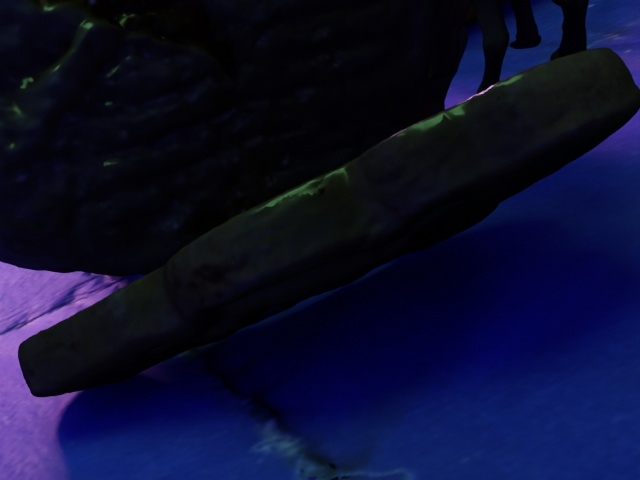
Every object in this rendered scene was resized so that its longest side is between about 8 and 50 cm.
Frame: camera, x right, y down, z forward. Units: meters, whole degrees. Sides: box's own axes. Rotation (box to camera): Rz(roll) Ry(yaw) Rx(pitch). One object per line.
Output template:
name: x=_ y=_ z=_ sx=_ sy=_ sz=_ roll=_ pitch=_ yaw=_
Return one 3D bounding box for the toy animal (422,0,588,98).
toy animal: x=0.069 y=-0.173 z=0.701 sx=0.094 sy=0.186 sz=0.214 roll=-20 pitch=20 yaw=-4

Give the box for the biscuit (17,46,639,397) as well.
biscuit: x=-0.005 y=0.003 z=0.643 sx=0.320 sy=0.047 sz=0.183 roll=-25 pitch=-6 yaw=16

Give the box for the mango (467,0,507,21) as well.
mango: x=0.069 y=-0.178 z=1.087 sx=0.188 sy=0.066 sz=0.101 roll=-17 pitch=8 yaw=-8

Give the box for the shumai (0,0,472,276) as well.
shumai: x=-0.089 y=-0.118 z=0.865 sx=0.346 sy=0.217 sz=0.283 roll=-31 pitch=22 yaw=-16
